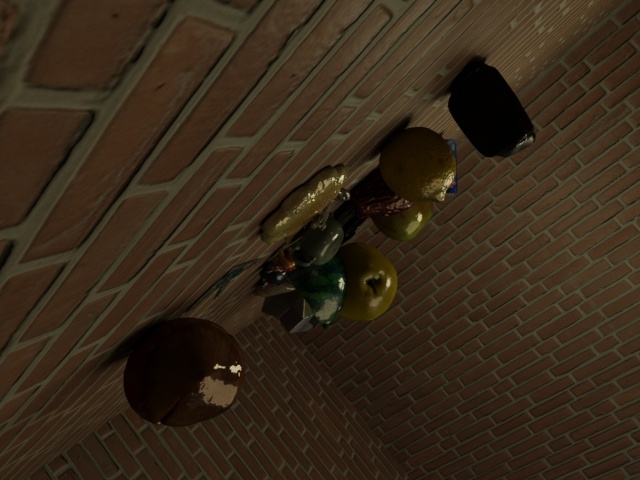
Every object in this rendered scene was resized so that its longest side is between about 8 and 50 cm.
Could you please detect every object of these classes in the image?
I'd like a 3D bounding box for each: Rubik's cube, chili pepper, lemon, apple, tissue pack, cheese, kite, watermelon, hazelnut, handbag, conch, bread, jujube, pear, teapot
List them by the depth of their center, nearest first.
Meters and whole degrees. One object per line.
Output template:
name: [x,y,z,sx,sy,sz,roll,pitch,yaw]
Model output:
bread: [-0.040,-0.097,1.283,0.316,0.054,0.316,-40,173,-6]
hazelnut: [-0.408,0.389,1.389,0.372,0.373,0.315,30,68,-84]
handbag: [0.519,-0.387,1.415,0.178,0.301,0.275,-36,175,34]
lemon: [0.312,-0.235,1.445,0.228,0.253,0.228,-35,160,-15]
chili pepper: [0.060,-0.154,1.516,0.153,0.041,0.050,4,118,-58]
cheese: [-0.070,-0.045,1.544,0.086,0.036,0.162,-34,172,-30]
kite: [-0.318,0.145,1.554,0.335,0.011,0.314,-35,173,-31]
teapot: [0.000,0.000,1.779,0.294,0.129,0.193,-41,156,-34]
jujube: [0.262,-0.189,1.794,0.290,0.197,0.197,-23,173,-4]
watermelon: [-0.045,0.169,1.901,0.222,0.292,0.319,5,123,-49]
tissue pack: [0.136,-0.092,2.044,0.245,0.123,0.332,-29,168,-48]
pear: [0.168,0.191,2.098,0.362,0.362,0.418,-38,-179,-16]
conch: [-0.212,0.182,2.109,0.255,0.127,0.158,-19,-150,16]
tissue pack: [0.610,-0.355,2.256,0.137,0.269,0.209,2,-178,14]
Rubik's cube: [-0.102,0.284,2.343,0.368,0.358,0.387,-44,162,6]
apple: [0.428,-0.168,2.380,0.338,0.305,0.338,-40,173,-6]

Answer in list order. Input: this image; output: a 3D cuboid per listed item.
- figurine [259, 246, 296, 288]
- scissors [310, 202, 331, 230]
figurine: [-0.171,0.112,1.785,0.111,0.102,0.195,-6,157,-37]
scissors: [0.001,-0.070,1.449,0.118,0.031,0.242,-58,-172,13]
